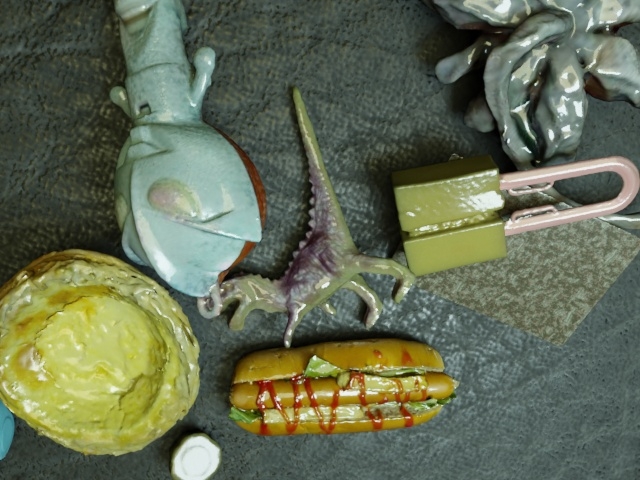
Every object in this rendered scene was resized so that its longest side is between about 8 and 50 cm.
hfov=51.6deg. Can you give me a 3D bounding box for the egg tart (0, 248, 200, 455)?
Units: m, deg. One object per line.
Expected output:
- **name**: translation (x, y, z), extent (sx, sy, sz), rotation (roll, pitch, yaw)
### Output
- **egg tart**: translation (-0.216, 0.103, 0.641), extent (0.212, 0.090, 0.213), rotation (0, 110, 1)

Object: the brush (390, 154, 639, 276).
- **brush**: translation (0.191, -0.038, 0.652), extent (0.233, 0.047, 0.103), rotation (-12, 118, 7)

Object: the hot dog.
- **hot dog**: translation (0.029, 0.158, 0.704), extent (0.250, 0.076, 0.104), rotation (1, 98, -6)

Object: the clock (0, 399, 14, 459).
- **clock**: translation (-0.427, 0.196, 0.637), extent (0.223, 0.094, 0.274), rotation (28, 95, -12)

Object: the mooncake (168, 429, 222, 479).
- **mooncake**: translation (-0.262, 0.313, 0.696), extent (0.346, 0.057, 0.150), rotation (-14, 88, -3)

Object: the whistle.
- **whistle**: translation (-0.135, -0.097, 0.619), extent (0.133, 0.142, 0.346), rotation (-10, 89, -35)

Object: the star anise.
- **star anise**: translation (0.241, -0.193, 0.645), extent (0.359, 0.139, 0.316), rotation (18, 105, -6)

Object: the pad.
- **pad**: translation (0.205, 0.018, 0.711), extent (0.235, 0.003, 0.158), rotation (22, 118, -10)

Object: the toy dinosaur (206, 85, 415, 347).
- **toy dinosaur**: translation (-0.001, 0.002, 0.680), extent (0.199, 0.072, 0.251), rotation (28, 104, 0)
